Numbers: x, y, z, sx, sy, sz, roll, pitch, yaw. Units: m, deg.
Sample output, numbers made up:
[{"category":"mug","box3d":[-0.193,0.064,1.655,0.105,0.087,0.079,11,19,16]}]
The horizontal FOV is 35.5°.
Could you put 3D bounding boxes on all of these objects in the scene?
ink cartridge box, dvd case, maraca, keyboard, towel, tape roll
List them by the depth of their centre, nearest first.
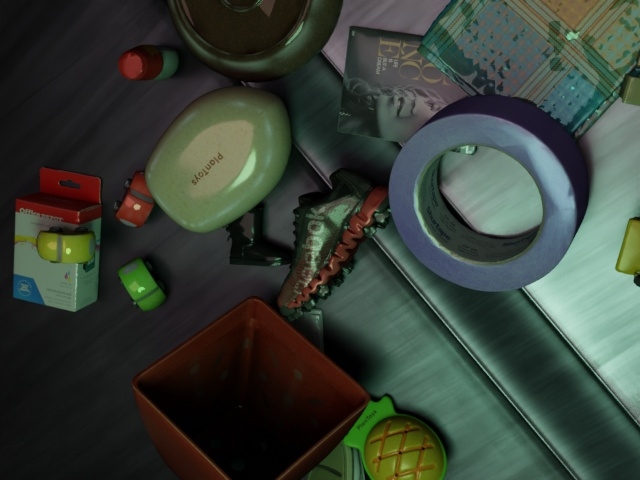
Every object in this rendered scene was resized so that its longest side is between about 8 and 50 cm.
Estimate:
[{"category":"towel","box3d":[0.345,-0.322,1.392,0.271,0.040,0.370,42,112,3]},{"category":"tape roll","box3d":[0.241,-0.066,1.445,0.275,0.090,0.274,13,121,22]},{"category":"dvd case","box3d":[0.139,-0.228,1.517,0.221,0.018,0.164,12,107,17]},{"category":"maraca","box3d":[0.120,0.335,1.617,0.127,0.099,0.186,-44,68,-9]},{"category":"keyboard","box3d":[-0.026,0.238,1.698,0.072,0.014,0.256,3,104,26]},{"category":"ink cartridge box","box3d":[-0.466,-0.004,1.771,0.134,0.078,0.231,10,105,18]}]

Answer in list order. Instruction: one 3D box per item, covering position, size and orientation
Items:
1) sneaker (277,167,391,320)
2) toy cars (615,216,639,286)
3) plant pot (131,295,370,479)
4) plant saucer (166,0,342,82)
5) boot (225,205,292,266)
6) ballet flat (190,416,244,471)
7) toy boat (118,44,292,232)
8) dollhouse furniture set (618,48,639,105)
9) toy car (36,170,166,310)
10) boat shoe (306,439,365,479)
[{"category":"sneaker","box3d":[0.000,0.000,1.583,0.135,0.097,0.276,39,111,8]},{"category":"toy cars","box3d":[0.599,-0.024,1.357,0.394,0.087,0.176,-27,97,21]},{"category":"plant pot","box3d":[-0.121,0.301,1.594,0.267,0.267,0.235,40,142,22]},{"category":"plant saucer","box3d":[-0.116,-0.402,1.559,0.311,0.050,0.310,5,104,19]},{"category":"boot","box3d":[-0.103,-0.009,1.652,0.121,0.045,0.099,2,97,19]},{"category":"ballet flat","box3d":[-0.145,0.424,1.743,0.316,0.107,0.106,45,139,7]},{"category":"toy boat","box3d":[-0.193,-0.187,1.597,0.267,0.148,0.318,-37,93,18]},{"category":"dollhouse furniture set","box3d":[0.497,-0.251,1.300,0.161,0.101,0.182,11,108,-3]},{"category":"toy car","box3d":[-0.334,0.028,1.708,0.239,0.053,0.225,-32,108,-5]},{"category":"boat shoe","box3d":[0.043,0.479,1.676,0.113,0.103,0.302,-3,82,53]}]
